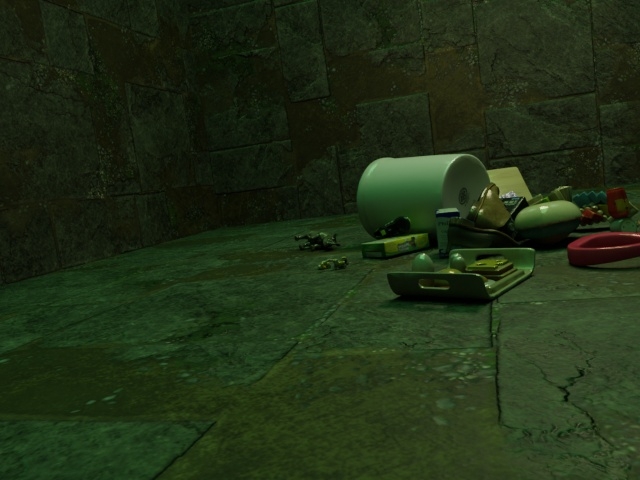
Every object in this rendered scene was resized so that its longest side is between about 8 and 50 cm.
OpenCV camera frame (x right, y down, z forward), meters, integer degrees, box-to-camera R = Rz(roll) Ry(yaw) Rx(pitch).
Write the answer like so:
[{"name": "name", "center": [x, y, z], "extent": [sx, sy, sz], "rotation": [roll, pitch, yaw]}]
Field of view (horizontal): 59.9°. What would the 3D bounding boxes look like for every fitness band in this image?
[{"name": "fitness band", "center": [0.725, 0.017, 1.344], "extent": [0.209, 0.054, 0.291], "rotation": [-5, 5, 43]}]

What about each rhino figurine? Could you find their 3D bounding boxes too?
[{"name": "rhino figurine", "center": [0.000, 0.000, 2.210], "extent": [0.107, 0.073, 0.243], "rotation": [-15, 11, -30]}]

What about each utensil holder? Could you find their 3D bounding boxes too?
[{"name": "utensil holder", "center": [0.379, -0.154, 2.040], "extent": [0.328, 0.327, 0.386], "rotation": [-13, 10, -39]}]

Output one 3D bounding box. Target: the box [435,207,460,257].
[{"name": "box", "center": [0.390, -0.025, 1.688], "extent": [0.072, 0.137, 0.126], "rotation": [-6, 7, 11]}]

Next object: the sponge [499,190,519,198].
[{"name": "sponge", "center": [0.670, -0.107, 2.089], "extent": [0.210, 0.031, 0.117], "rotation": [-21, 52, -13]}]

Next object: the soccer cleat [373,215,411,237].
[{"name": "soccer cleat", "center": [0.247, -0.038, 1.910], "extent": [0.072, 0.060, 0.179], "rotation": [-23, -3, -26]}]

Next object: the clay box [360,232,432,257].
[{"name": "clay box", "center": [0.262, 0.014, 1.859], "extent": [0.222, 0.053, 0.128], "rotation": [-10, 4, -32]}]

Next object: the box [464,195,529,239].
[{"name": "box", "center": [0.580, -0.068, 1.838], "extent": [0.147, 0.077, 0.180], "rotation": [-45, 24, -26]}]

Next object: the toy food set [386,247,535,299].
[{"name": "toy food set", "center": [0.322, 0.057, 1.244], "extent": [0.220, 0.092, 0.306], "rotation": [-2, 9, 41]}]

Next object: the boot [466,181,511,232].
[{"name": "boot", "center": [0.538, -0.092, 1.744], "extent": [0.115, 0.112, 0.305], "rotation": [22, 33, 16]}]

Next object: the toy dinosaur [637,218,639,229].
[{"name": "toy dinosaur", "center": [1.102, -0.101, 1.661], "extent": [0.296, 0.127, 0.200], "rotation": [-5, -3, -31]}]

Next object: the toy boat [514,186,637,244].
[{"name": "toy boat", "center": [0.735, -0.051, 1.621], "extent": [0.319, 0.147, 0.268], "rotation": [-12, -2, 33]}]

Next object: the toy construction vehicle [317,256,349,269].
[{"name": "toy construction vehicle", "center": [0.043, 0.068, 1.722], "extent": [0.098, 0.035, 0.086], "rotation": [-8, 6, -8]}]

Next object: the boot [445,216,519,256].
[{"name": "boot", "center": [0.458, 0.018, 1.591], "extent": [0.220, 0.106, 0.082], "rotation": [20, -12, -7]}]

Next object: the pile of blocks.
[{"name": "pile of blocks", "center": [0.835, -0.103, 1.820], "extent": [0.363, 0.148, 0.113], "rotation": [-3, 7, 28]}]

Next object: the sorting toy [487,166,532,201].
[{"name": "sorting toy", "center": [0.690, -0.161, 2.211], "extent": [0.258, 0.089, 0.255], "rotation": [-8, 50, -1]}]
